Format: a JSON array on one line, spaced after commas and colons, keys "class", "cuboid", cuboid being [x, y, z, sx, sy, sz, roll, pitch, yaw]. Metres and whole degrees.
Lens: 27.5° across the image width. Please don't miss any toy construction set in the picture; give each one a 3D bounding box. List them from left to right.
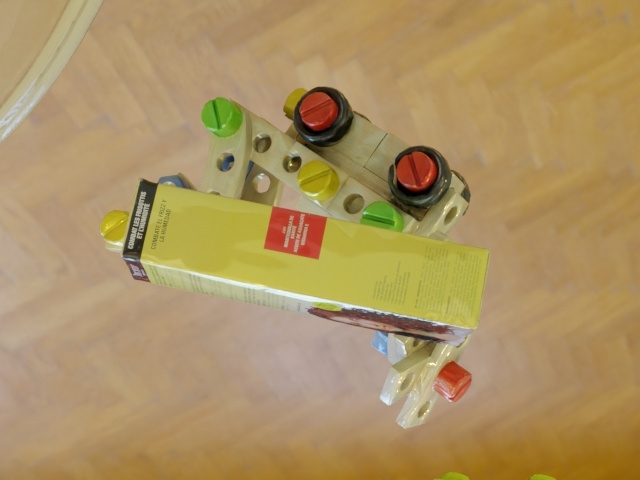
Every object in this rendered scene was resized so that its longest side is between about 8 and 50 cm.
[{"class": "toy construction set", "cuboid": [0.000, 0.000, 1.063, 0.215, 0.328, 0.151, -56, 167, 0]}]

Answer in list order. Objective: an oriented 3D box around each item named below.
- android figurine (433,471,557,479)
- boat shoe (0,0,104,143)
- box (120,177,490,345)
[{"class": "android figurine", "cuboid": [0.053, 0.230, 0.532, 0.056, 0.273, 0.248, 19, 165, -26]}, {"class": "boat shoe", "cuboid": [-0.116, -0.174, 0.400, 0.110, 0.121, 0.341, -20, 137, -56]}, {"class": "box", "cuboid": [-0.010, 0.016, 0.868, 0.232, 0.058, 0.087, 12, 167, 2]}]
